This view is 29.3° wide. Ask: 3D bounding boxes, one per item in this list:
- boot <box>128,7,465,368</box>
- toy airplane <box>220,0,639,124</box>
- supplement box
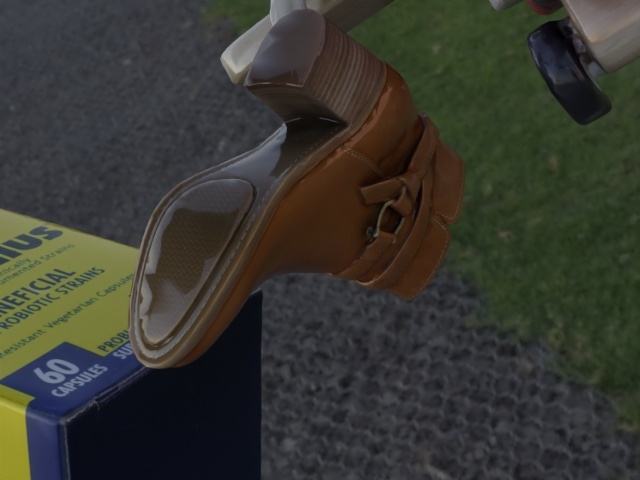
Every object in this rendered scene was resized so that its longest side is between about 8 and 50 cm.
[{"bbox_3d":[0.000,0.000,0.626,0.073,0.152,0.197,22,79,45],"label":"boot"},{"bbox_3d":[0.135,-0.253,0.760,0.386,0.272,0.384,-43,12,-25],"label":"toy airplane"},{"bbox_3d":[-0.238,0.104,0.822,0.356,0.195,0.194,15,28,27],"label":"supplement box"}]
